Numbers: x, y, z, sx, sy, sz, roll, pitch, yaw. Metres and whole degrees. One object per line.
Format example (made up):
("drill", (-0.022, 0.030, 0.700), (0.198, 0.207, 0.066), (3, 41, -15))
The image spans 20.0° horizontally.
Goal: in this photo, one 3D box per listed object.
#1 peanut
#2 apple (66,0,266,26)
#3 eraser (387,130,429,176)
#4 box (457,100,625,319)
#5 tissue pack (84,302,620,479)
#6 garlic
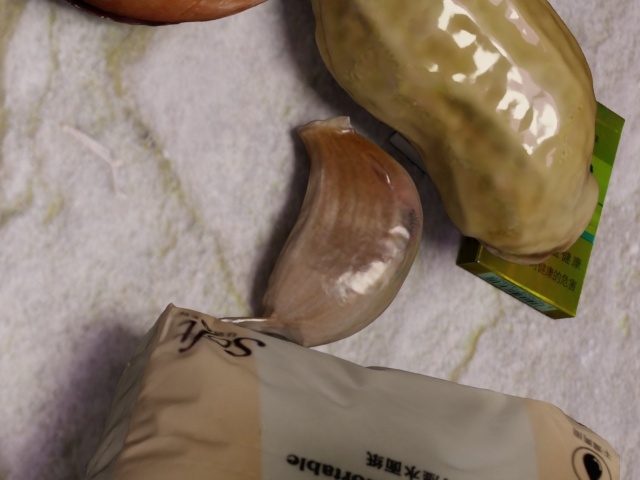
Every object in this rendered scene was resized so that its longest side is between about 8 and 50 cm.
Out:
("peanut", (0.109, -0.146, 1.413), (0.340, 0.158, 0.174), (46, 40, -8))
("apple", (-0.094, -0.279, 1.270), (0.271, 0.206, 0.252), (11, 75, -34))
("eraser", (0.141, -0.074, 1.505), (0.150, 0.023, 0.104), (41, 65, -8))
("box", (0.193, -0.044, 1.565), (0.121, 0.030, 0.193), (29, 68, -31))
("tissue pack", (0.007, 0.233, 1.200), (0.375, 0.195, 0.390), (16, 47, -6))
("garlic", (0.003, 0.012, 1.395), (0.128, 0.090, 0.198), (32, 72, -13))
